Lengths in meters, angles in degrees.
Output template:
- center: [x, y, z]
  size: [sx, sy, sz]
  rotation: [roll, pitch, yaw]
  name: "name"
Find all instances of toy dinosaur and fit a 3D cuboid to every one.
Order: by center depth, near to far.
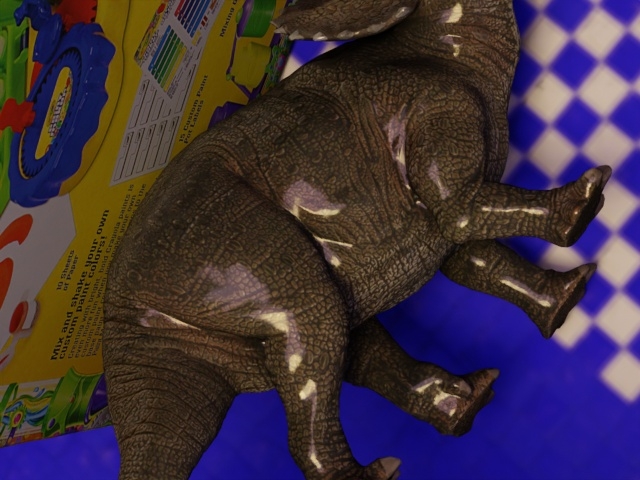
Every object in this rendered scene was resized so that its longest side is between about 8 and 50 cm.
- center: [0.000, 0.000, 0.586]
  size: [0.160, 0.121, 0.313]
  rotation: [37, 85, 20]
  name: "toy dinosaur"

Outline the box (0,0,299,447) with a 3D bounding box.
- center: [-0.146, -0.088, 0.570]
  size: [0.177, 0.279, 0.290]
  rotation: [23, 97, 20]
  name: "box"
